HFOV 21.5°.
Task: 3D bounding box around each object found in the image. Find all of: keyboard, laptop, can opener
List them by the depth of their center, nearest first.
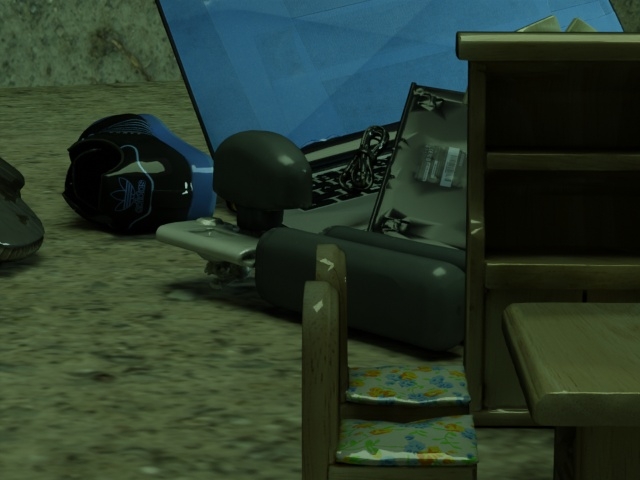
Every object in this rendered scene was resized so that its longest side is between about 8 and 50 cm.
[{"bbox_3d":[0.000,0.000,0.933,0.074,0.093,0.280,-5,15,-34],"label":"can opener"},{"bbox_3d":[0.070,-0.045,1.135,0.108,0.023,0.180,10,41,7],"label":"keyboard"},{"bbox_3d":[0.096,-0.172,1.315,0.382,0.236,0.408,-16,13,-14],"label":"laptop"}]

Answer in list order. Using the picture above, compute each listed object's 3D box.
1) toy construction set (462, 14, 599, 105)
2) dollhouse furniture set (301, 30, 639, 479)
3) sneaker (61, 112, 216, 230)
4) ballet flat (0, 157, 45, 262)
[{"bbox_3d":[0.190,-0.023,0.923,0.215,0.151,0.327,-2,20,-7],"label":"toy construction set"},{"bbox_3d":[0.104,0.009,0.605,0.212,0.161,0.242,0,9,2],"label":"dollhouse furniture set"},{"bbox_3d":[-0.161,-0.057,1.295,0.090,0.081,0.232,3,8,-27],"label":"sneaker"},{"bbox_3d":[-0.240,-0.018,1.160,0.084,0.058,0.250,34,5,-18],"label":"ballet flat"}]
